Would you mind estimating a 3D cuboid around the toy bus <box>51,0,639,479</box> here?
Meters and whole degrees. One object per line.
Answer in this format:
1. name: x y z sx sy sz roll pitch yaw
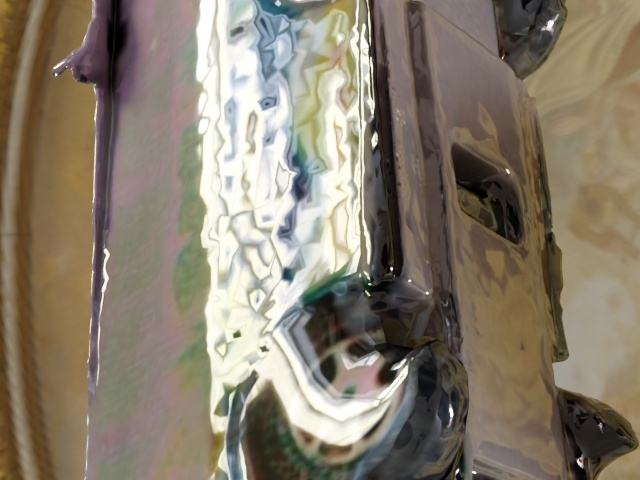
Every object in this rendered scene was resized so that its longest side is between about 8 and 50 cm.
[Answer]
1. toy bus: 0.000 0.000 0.461 0.138 0.112 0.317 -22 -124 32
